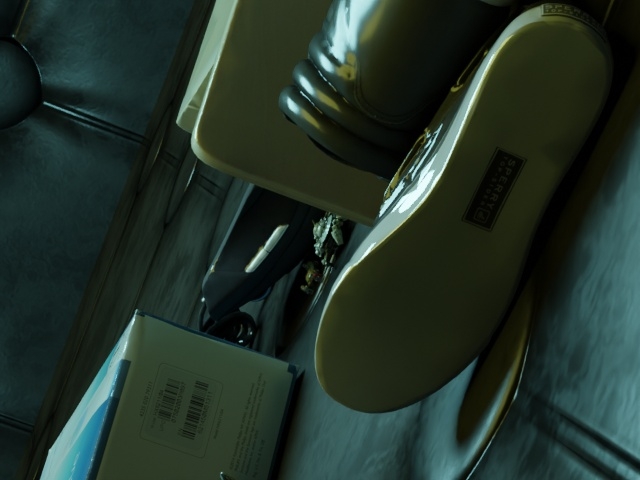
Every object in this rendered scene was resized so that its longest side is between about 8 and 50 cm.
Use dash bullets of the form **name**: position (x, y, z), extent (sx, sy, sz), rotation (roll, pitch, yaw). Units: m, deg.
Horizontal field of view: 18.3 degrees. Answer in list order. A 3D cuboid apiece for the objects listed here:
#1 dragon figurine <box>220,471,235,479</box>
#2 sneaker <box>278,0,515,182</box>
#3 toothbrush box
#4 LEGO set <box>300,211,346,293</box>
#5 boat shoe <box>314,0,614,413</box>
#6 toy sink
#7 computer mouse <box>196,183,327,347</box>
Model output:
- **dragon figurine**: position (-0.005, 0.192, 0.904), extent (0.289, 0.085, 0.144), rotation (-84, 18, -51)
- **sneaker**: position (0.044, -0.120, 1.087), extent (0.147, 0.105, 0.296), rotation (-59, 4, 17)
- **toothbrush box**: position (-0.137, 0.214, 1.417), extent (0.295, 0.126, 0.216), rotation (126, 161, -59)
- **LEGO set**: position (-0.001, 0.002, 1.397), extent (0.054, 0.023, 0.083), rotation (-88, 21, -59)
- **boat shoe**: position (0.068, -0.021, 0.968), extent (0.076, 0.080, 0.228), rotation (-80, 15, -68)
- **toy sink**: position (0.006, -0.111, 1.239), extent (0.131, 0.153, 0.234), rotation (135, 152, -66)
- **computer mouse**: position (-0.032, 0.004, 1.496), extent (0.262, 0.060, 0.184), rotation (-62, -6, 19)
